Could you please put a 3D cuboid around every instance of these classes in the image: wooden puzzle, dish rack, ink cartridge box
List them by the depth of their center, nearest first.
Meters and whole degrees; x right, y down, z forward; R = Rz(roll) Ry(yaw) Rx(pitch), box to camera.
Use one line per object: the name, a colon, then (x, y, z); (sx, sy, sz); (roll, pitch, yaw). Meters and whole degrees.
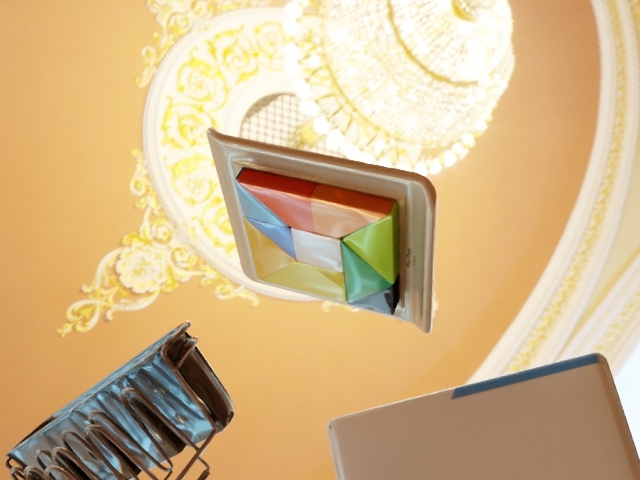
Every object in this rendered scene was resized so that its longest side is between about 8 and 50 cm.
dish rack: (-0.170, 0.175, 0.406); (0.074, 0.208, 0.271); (49, -144, -7)
wooden puzzle: (0.000, 0.000, 0.756); (0.239, 0.221, 0.044); (17, -126, 20)
ink cartridge box: (0.212, 0.272, 0.889); (0.285, 0.395, 0.166); (-18, -112, 14)
